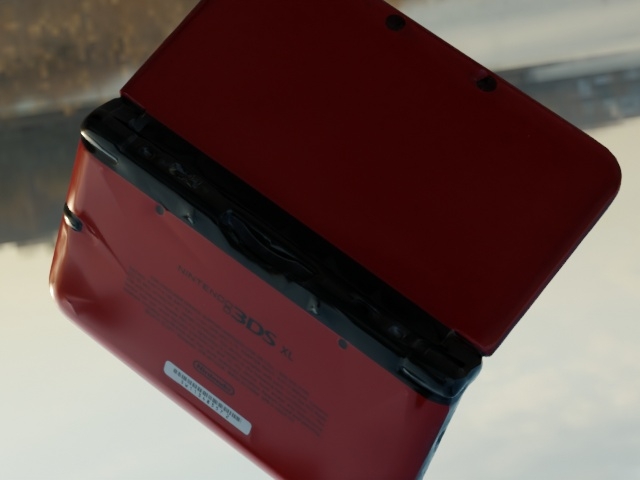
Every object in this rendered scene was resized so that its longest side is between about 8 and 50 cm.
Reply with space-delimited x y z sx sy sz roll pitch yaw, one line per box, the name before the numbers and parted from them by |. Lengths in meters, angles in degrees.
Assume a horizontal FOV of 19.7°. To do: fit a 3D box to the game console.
game console | 0.000 0.000 0.578 0.144 0.124 0.085 36 -136 17
